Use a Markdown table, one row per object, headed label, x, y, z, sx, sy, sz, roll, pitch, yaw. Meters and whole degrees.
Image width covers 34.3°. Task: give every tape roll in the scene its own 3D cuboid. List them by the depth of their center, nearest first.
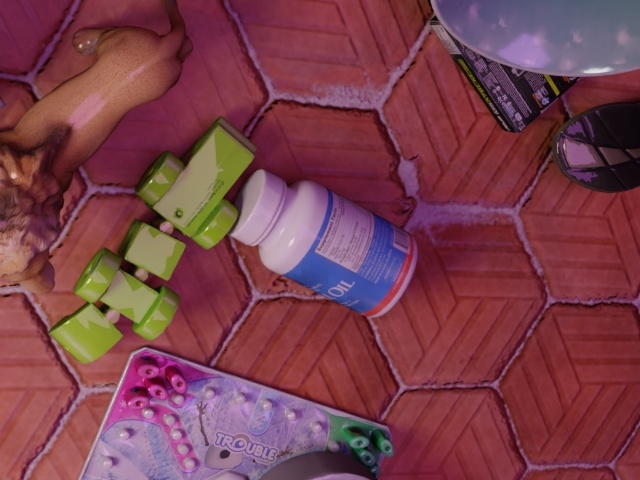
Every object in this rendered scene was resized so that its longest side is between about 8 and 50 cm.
| label | x | y | z | sx | sy | sz | roll | pitch | yaw |
| --- | --- | --- | --- | --- | --- | --- | --- | --- | --- |
| tape roll | -0.001 | 0.392 | 1.353 | 0.219 | 0.072 | 0.219 | -4 | 104 | -17 |

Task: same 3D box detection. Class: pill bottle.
| label | x | y | z | sx | sy | sz | roll | pitch | yaw |
| --- | --- | --- | --- | --- | --- | --- | --- | --- | --- |
| pill bottle | 0.000 | 0.000 | 1.290 | 0.221 | 0.124 | 0.124 | 27 | 93 | -21 |

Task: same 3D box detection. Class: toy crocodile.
| label | x | y | z | sx | sy | sz | roll | pitch | yaw |
| --- | --- | --- | --- | --- | --- | --- | --- | --- | --- |
| toy crocodile | -0.199 | 0.002 | 1.246 | 0.115 | 0.105 | 0.341 | 35 | 85 | -21 |

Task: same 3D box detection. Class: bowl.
| label | x | y | z | sx | sy | sz | roll | pitch | yaw |
| --- | --- | --- | --- | --- | --- | --- | --- | --- | --- |
| bowl | 0.291 | -0.336 | 1.199 | 0.311 | 0.311 | 0.163 | 20 | 68 | -21 |

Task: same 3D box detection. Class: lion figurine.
| label | x | y | z | sx | sy | sz | roll | pitch | yaw |
| --- | --- | --- | --- | --- | --- | --- | --- | --- | --- |
| lion figurine | -0.255 | -0.132 | 1.113 | 0.142 | 0.240 | 0.392 | 36 | 89 | -22 |

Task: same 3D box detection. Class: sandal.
| label | x | y | z | sx | sy | sz | roll | pitch | yaw |
| --- | --- | --- | --- | --- | --- | --- | --- | --- | --- |
| sandal | 0.433 | -0.144 | 1.427 | 0.302 | 0.086 | 0.120 | -19 | 102 | -29 |

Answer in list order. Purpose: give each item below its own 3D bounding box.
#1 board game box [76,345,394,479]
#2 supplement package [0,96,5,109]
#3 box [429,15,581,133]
| label | x | y | z | sx | sy | sz | roll | pitch | yaw |
| --- | --- | --- | --- | --- | --- | --- | --- | --- | --- |
| board game box | -0.135 | 0.378 | 1.371 | 0.389 | 0.050 | 0.390 | 22 | 95 | -21 |
| supplement package | -0.496 | -0.163 | 1.042 | 0.261 | 0.145 | 0.204 | -35 | 85 | -7 |
| box | 0.267 | -0.270 | 1.360 | 0.184 | 0.045 | 0.191 | -43 | 110 | -8 |
